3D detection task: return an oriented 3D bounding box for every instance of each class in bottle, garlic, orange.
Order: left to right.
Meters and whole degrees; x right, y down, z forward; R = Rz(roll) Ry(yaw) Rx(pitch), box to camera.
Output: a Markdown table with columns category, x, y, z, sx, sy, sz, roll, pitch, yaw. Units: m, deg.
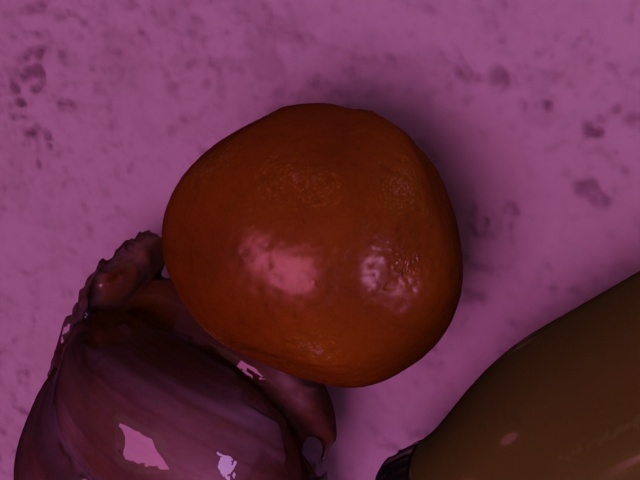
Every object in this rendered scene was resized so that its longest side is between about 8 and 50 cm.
| category | x | y | z | sx | sy | sz | roll | pitch | yaw |
| --- | --- | --- | --- | --- | --- | --- | --- | --- | --- |
| garlic | -0.099 | 0.129 | 0.945 | 0.191 | 0.160 | 0.214 | 44 | 122 | 11 |
| orange | 0.000 | 0.000 | 0.848 | 0.159 | 0.159 | 0.136 | 17 | 75 | 21 |
| bottle | 0.137 | 0.092 | 0.829 | 0.260 | 0.112 | 0.112 | -34 | 93 | 35 |
